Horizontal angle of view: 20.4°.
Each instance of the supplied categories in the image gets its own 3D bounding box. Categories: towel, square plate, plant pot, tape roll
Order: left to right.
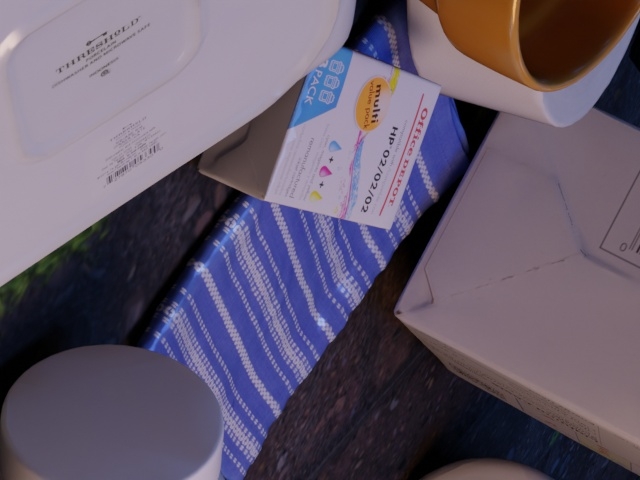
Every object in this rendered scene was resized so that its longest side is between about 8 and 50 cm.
[{"bbox_3d":[-0.101,-0.095,0.751,0.347,0.049,0.344,-35,159,-18],"label":"square plate"},{"bbox_3d":[0.000,0.000,1.272,0.336,0.040,0.243,-55,155,-19],"label":"towel"},{"bbox_3d":[0.091,-0.216,1.028,0.205,0.188,0.205,-42,148,-34],"label":"plant pot"},{"bbox_3d":[0.164,-0.226,1.252,0.286,0.100,0.286,-49,149,-45],"label":"tape roll"}]

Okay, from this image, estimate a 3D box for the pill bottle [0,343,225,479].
[{"bbox_3d":[-0.130,0.201,1.064,0.153,0.153,0.264,-38,146,-45],"label":"pill bottle"}]

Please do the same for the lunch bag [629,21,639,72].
[{"bbox_3d":[0.410,-0.238,1.587,0.305,0.212,0.256,-81,-175,-71],"label":"lunch bag"}]

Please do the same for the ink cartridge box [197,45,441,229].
[{"bbox_3d":[0.012,-0.070,1.141,0.181,0.061,0.104,11,100,-55],"label":"ink cartridge box"}]

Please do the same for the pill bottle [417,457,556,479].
[{"bbox_3d":[0.212,0.369,1.878,0.229,0.229,0.408,-61,157,-5],"label":"pill bottle"}]

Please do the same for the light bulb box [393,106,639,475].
[{"bbox_3d":[0.285,0.073,1.504,0.225,0.358,0.361,-61,166,-4],"label":"light bulb box"}]
